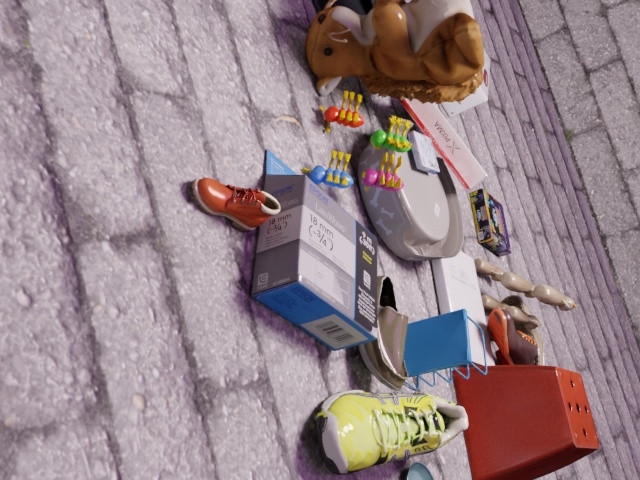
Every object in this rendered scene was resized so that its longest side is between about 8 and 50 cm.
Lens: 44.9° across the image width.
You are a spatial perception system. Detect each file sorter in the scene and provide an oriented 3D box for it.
[{"bbox_3d":[0.248,0.234,1.614,0.104,0.170,0.118,41,40,-43],"label":"file sorter"}]

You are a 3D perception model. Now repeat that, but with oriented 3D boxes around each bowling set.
[{"bbox_3d":[0.514,0.182,2.098,0.154,0.287,0.199,23,95,-41],"label":"bowling set"}]

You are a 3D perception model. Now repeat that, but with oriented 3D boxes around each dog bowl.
[{"bbox_3d":[0.213,-0.107,1.834,0.349,0.102,0.348,34,45,-43],"label":"dog bowl"}]

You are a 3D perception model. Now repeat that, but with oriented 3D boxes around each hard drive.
[{"bbox_3d":[0.074,-0.571,1.951,0.255,0.054,0.171,-20,88,-59],"label":"hard drive"},{"bbox_3d":[0.356,0.166,1.948,0.203,0.040,0.307,25,51,-49],"label":"hard drive"}]

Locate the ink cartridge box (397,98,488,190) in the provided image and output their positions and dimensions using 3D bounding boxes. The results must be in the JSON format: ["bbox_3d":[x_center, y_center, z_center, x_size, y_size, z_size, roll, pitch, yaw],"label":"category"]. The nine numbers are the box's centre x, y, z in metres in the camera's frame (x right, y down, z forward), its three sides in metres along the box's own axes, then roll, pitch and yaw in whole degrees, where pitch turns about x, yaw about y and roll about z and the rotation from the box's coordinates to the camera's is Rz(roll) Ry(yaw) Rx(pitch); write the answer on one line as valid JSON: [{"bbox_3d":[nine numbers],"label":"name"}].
[{"bbox_3d":[0.322,-0.264,2.006,0.296,0.066,0.261,54,12,3],"label":"ink cartridge box"}]

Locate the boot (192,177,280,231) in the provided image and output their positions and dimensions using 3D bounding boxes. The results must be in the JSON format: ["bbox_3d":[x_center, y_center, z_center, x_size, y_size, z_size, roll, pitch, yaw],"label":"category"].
[{"bbox_3d":[-0.138,-0.071,1.281,0.158,0.085,0.059,28,51,-46],"label":"boot"}]

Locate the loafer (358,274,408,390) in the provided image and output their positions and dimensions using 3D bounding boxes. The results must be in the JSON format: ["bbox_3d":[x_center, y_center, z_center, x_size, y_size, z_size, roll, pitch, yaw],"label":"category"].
[{"bbox_3d":[0.124,0.168,1.502,0.094,0.087,0.251,29,37,-47],"label":"loafer"}]

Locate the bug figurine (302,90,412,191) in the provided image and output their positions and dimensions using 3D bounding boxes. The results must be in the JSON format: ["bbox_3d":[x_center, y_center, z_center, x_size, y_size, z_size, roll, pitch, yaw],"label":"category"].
[{"bbox_3d":[0.083,-0.187,1.632,0.216,0.072,0.279,15,50,-3],"label":"bug figurine"}]

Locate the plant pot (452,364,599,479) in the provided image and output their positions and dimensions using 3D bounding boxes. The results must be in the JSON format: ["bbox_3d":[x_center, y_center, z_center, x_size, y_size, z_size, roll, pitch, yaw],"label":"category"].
[{"bbox_3d":[0.495,0.419,1.819,0.267,0.236,0.267,21,55,-51],"label":"plant pot"}]

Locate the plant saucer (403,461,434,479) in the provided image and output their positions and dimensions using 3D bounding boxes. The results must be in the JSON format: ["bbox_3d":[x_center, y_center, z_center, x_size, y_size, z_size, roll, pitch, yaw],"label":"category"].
[{"bbox_3d":[0.192,0.492,1.505,0.119,0.021,0.119,36,43,-42],"label":"plant saucer"}]

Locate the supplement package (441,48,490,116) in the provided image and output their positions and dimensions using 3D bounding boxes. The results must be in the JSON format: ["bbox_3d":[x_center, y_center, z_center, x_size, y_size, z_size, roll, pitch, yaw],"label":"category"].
[{"bbox_3d":[0.436,-0.523,2.410,0.139,0.134,0.244,49,36,-29],"label":"supplement package"}]

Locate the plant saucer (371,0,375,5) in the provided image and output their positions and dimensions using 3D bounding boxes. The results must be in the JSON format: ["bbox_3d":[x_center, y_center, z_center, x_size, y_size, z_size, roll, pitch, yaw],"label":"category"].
[{"bbox_3d":[0.166,-0.631,2.071,0.317,0.044,0.317,-21,90,-77],"label":"plant saucer"}]

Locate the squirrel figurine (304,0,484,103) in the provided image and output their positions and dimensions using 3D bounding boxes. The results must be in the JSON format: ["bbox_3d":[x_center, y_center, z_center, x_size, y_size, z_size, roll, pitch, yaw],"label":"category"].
[{"bbox_3d":[0.165,-0.419,1.746,0.397,0.371,0.280,54,25,-64],"label":"squirrel figurine"}]

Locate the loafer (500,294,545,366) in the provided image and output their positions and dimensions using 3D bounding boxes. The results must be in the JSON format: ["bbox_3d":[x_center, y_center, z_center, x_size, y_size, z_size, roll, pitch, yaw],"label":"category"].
[{"bbox_3d":[0.575,0.280,2.161,0.092,0.102,0.268,25,50,-42],"label":"loafer"}]

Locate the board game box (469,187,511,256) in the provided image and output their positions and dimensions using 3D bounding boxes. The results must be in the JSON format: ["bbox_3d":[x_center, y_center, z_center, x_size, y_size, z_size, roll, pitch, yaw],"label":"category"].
[{"bbox_3d":[0.509,-0.052,2.317,0.141,0.048,0.170,27,50,-47],"label":"board game box"}]

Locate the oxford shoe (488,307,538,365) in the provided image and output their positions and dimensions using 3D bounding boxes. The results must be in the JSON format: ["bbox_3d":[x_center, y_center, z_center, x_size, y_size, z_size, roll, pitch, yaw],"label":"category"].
[{"bbox_3d":[0.495,0.255,1.980,0.096,0.098,0.271,-112,179,-45],"label":"oxford shoe"}]

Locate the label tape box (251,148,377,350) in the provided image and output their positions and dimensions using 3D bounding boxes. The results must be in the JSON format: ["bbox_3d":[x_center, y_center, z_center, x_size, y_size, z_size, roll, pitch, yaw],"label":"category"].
[{"bbox_3d":[0.000,0.000,1.430,0.241,0.106,0.333,39,42,-41],"label":"label tape box"}]

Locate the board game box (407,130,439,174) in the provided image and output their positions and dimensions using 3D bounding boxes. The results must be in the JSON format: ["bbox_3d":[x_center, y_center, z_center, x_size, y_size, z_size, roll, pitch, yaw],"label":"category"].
[{"bbox_3d":[0.243,-0.206,1.825,0.090,0.020,0.090,10,63,-56],"label":"board game box"}]

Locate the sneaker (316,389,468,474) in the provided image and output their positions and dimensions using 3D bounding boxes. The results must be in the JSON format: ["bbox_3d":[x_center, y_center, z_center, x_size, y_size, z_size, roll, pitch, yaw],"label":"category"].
[{"bbox_3d":[0.132,0.325,1.394,0.385,0.147,0.145,4,70,-55],"label":"sneaker"}]
